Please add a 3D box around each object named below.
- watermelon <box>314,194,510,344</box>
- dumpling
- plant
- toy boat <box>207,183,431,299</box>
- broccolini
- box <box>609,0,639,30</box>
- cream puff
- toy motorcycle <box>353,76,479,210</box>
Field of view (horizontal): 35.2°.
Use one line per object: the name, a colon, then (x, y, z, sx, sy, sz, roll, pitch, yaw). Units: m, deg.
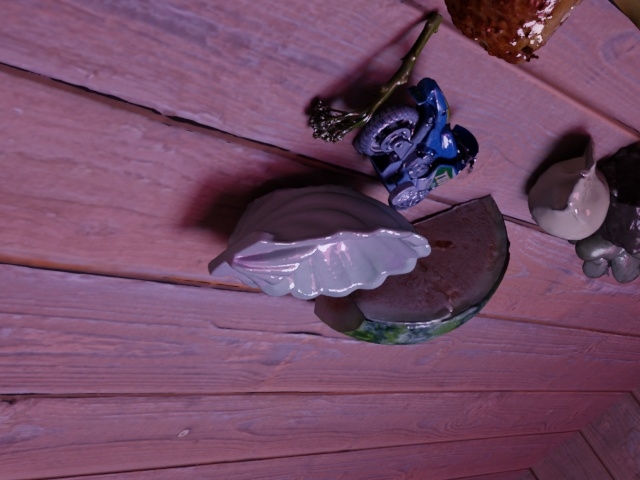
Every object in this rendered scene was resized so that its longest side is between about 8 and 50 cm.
watermelon: (0.151, 0.050, 1.469, 0.305, 0.180, 0.224, -23, -165, -25)
dumpling: (0.384, -0.080, 1.535, 0.111, 0.181, 0.155, 29, 86, -22)
plant: (0.507, -0.024, 1.691, 0.149, 0.146, 0.274, -26, 152, -18)
toy boat: (0.000, 0.000, 1.232, 0.290, 0.100, 0.199, 2, 152, -44)
broccolini: (0.067, -0.169, 1.104, 0.194, 0.052, 0.054, -38, 156, 11)
box: (0.383, -0.315, 0.994, 0.159, 0.071, 0.240, -35, -164, 44)
cream puff: (0.205, -0.283, 0.926, 0.240, 0.164, 0.240, -41, 172, -7)
toy motorcycle: (0.122, -0.111, 1.208, 0.136, 0.092, 0.254, -33, 156, 2)
